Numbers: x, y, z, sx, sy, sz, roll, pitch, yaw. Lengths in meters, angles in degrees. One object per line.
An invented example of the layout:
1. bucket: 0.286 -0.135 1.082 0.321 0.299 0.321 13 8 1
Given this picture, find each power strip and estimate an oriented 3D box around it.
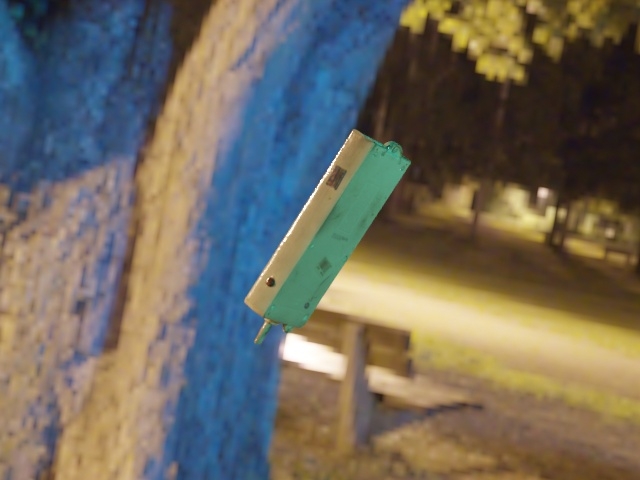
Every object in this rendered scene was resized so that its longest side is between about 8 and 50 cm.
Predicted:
1. power strip: 0.000 0.000 0.995 0.019 0.136 0.051 37 9 28
